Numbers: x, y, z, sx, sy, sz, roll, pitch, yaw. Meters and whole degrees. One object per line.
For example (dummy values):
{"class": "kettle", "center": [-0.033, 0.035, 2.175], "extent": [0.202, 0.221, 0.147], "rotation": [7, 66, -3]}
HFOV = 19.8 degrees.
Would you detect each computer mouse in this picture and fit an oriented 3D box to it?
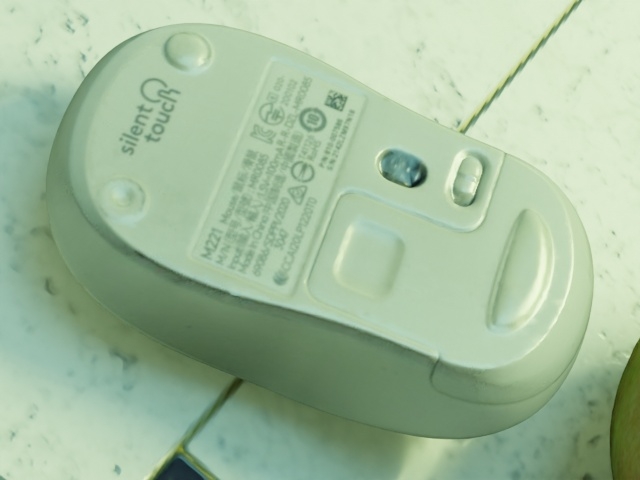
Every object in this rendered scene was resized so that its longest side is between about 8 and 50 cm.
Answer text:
{"class": "computer mouse", "center": [0.000, 0.000, 0.984], "extent": [0.297, 0.121, 0.184], "rotation": [18, 63, -3]}

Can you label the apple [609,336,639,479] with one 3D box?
{"class": "apple", "center": [0.322, 0.112, 0.970], "extent": [0.319, 0.277, 0.319], "rotation": [39, 19, -16]}
